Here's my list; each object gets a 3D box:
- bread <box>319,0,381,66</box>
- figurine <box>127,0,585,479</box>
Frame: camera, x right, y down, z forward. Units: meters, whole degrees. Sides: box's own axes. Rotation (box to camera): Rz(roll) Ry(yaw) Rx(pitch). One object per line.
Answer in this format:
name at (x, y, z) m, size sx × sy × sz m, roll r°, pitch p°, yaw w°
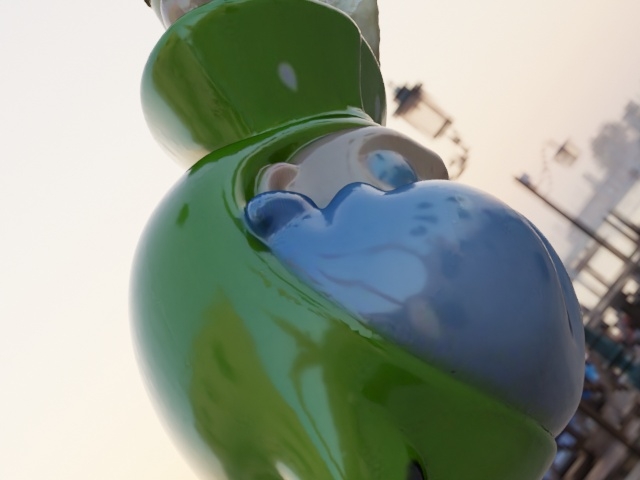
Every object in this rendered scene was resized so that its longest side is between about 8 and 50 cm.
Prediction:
bread at (0.001, -0.178, 0.865) m, size 0.316 × 0.054 × 0.316 m, roll 175°, pitch 90°, yaw -87°
figurine at (0.000, 0.000, 0.497) m, size 0.143 × 0.263 × 0.162 m, roll -31°, pitch -34°, yaw 10°
